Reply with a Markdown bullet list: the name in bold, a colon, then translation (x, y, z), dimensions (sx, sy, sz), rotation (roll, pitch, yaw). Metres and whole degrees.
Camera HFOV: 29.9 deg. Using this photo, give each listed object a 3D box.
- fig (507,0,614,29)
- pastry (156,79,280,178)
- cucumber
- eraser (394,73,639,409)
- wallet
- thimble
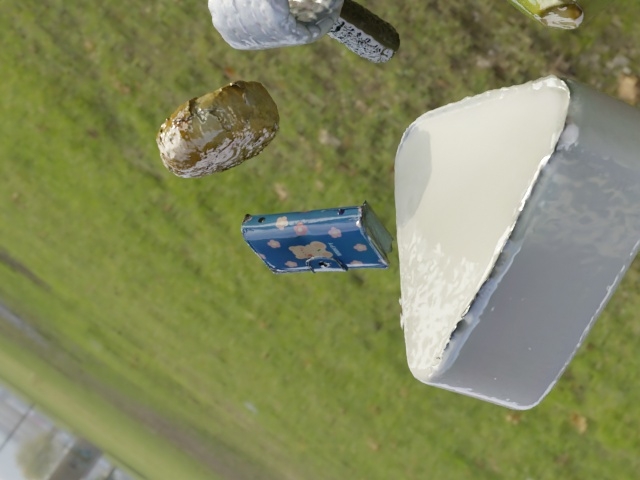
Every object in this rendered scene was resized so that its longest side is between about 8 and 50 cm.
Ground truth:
- **fig**: translation (0.253, -0.338, 1.259), dimensions (0.207, 0.230, 0.207), rotation (29, 148, 20)
- **pastry**: translation (-0.119, -0.126, 1.398), dimensions (0.081, 0.153, 0.153), rotation (65, 165, 2)
- **cucumber**: translation (0.043, -0.360, 1.972), dimensions (0.074, 0.074, 0.241), rotation (24, -177, 37)
- **eraser**: translation (0.211, -0.033, 1.202), dimensions (0.150, 0.331, 0.331), rotation (17, 173, -22)
- **wallet**: translation (0.000, 0.001, 1.809), dimensions (0.202, 0.059, 0.141), rotation (-5, 150, 23)
- **thimble**: translation (-0.044, -0.291, 1.364), dimensions (0.118, 0.151, 0.127), rotation (3, 153, 42)
